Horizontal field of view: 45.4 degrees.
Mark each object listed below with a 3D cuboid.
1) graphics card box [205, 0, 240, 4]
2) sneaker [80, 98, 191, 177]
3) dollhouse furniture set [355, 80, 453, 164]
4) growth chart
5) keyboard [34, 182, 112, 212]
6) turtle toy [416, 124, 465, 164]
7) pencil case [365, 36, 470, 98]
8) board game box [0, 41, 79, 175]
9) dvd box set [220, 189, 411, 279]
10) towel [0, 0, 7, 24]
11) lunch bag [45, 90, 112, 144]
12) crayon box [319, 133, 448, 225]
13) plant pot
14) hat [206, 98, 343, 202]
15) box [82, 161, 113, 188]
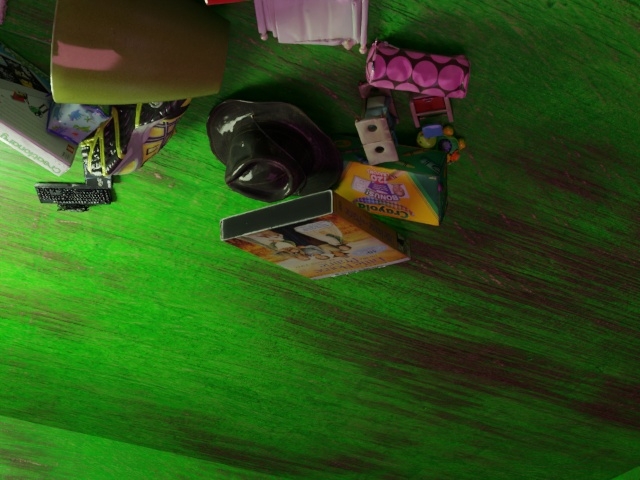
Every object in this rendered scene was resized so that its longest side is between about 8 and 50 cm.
[{"bbox_3d":[-0.136,-0.543,1.094,0.094,0.371,0.233,-5,142,11],"label":"graphics card box"},{"bbox_3d":[-0.362,-0.286,1.648,0.384,0.145,0.147,-38,168,27],"label":"sneaker"},{"bbox_3d":[0.179,-0.262,1.607,0.183,0.129,0.129,-8,140,16],"label":"dollhouse furniture set"},{"bbox_3d":[-0.017,-0.444,1.484,0.237,0.021,0.172,6,141,-2],"label":"growth chart"},{"bbox_3d":[-0.628,-0.102,1.952,0.192,0.038,0.100,2,141,4],"label":"keyboard"},{"bbox_3d":[0.262,-0.210,1.715,0.095,0.066,0.130,-27,132,33],"label":"turtle toy"},{"bbox_3d":[0.198,-0.346,1.538,0.209,0.095,0.098,7,121,-7],"label":"pencil case"},{"bbox_3d":[-0.635,-0.293,1.590,0.053,0.193,0.305,-28,131,33],"label":"board game box"},{"bbox_3d":[0.000,0.000,1.880,0.307,0.062,0.420,-13,159,27],"label":"dvd box set"},{"bbox_3d":[-0.664,-0.533,1.410,0.187,0.049,0.282,18,140,-15],"label":"towel"},{"bbox_3d":[-0.504,-0.302,1.601,0.129,0.151,0.096,-27,142,32],"label":"lunch bag"},{"bbox_3d":[0.147,-0.139,1.743,0.278,0.081,0.165,12,144,19],"label":"crayon box"},{"bbox_3d":[-0.323,-0.368,1.422,0.293,0.275,0.275,8,141,-12],"label":"plant pot"},{"bbox_3d":[-0.124,-0.164,1.695,0.331,0.134,0.331,17,148,11],"label":"hat"},{"bbox_3d":[-0.546,-0.165,1.881,0.067,0.018,0.083,9,141,-5],"label":"box"}]
